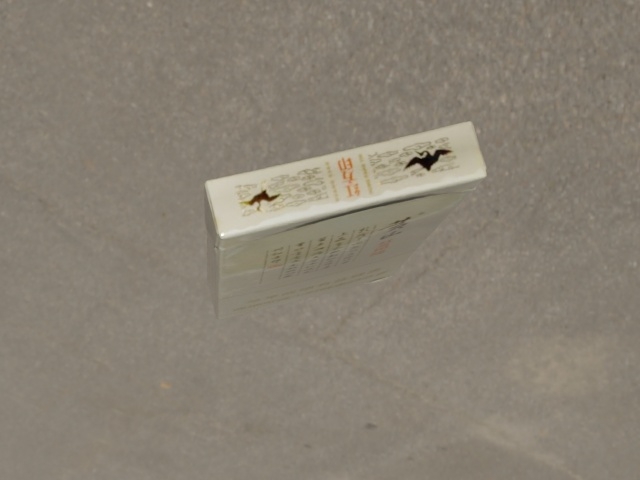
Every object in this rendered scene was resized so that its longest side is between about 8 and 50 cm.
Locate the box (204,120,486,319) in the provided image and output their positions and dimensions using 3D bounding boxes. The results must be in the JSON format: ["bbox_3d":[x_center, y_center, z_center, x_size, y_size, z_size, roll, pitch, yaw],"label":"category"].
[{"bbox_3d":[0.000,-0.001,0.800,0.204,0.051,0.365,-13,169,-10],"label":"box"}]
